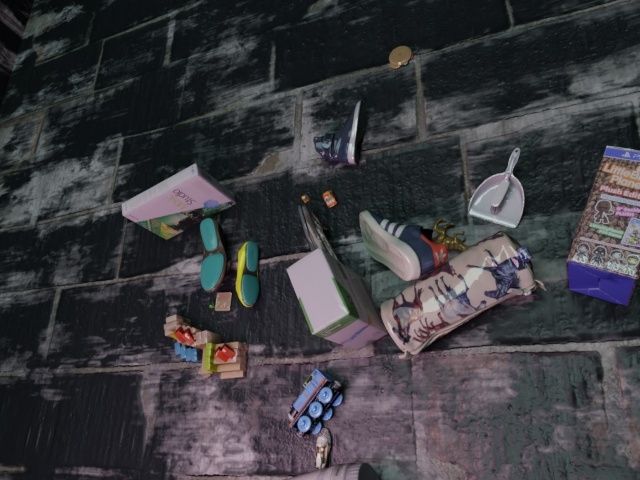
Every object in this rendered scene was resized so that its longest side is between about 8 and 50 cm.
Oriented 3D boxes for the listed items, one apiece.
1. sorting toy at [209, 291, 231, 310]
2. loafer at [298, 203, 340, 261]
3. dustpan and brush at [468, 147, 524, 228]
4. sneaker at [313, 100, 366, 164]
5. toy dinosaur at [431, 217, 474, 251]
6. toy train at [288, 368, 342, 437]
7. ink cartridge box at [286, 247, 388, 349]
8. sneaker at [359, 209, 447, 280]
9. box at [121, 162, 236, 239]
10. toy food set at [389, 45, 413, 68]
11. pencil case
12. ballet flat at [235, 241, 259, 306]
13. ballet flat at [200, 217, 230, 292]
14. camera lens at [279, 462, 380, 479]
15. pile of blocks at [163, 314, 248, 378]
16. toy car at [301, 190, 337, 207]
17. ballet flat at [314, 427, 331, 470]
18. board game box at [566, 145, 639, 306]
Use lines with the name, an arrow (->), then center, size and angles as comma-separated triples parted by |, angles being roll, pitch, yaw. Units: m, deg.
sorting toy -> -0.336, 0.206, 1.724 | 0.083, 0.012, 0.062 | -4, 72, 21
loafer -> 0.000, 0.000, 1.613 | 0.084, 0.096, 0.268 | -17, 68, -3
dustpan and brush -> 0.513, -0.155, 1.430 | 0.147, 0.060, 0.211 | 21, 80, 31
sneaker -> 0.062, -0.365, 1.725 | 0.163, 0.086, 0.226 | 6, 73, 25
toy dinosaur -> 0.337, 0.000, 1.451 | 0.211, 0.064, 0.112 | 1, 71, 27
toy train -> -0.018, 0.453, 1.429 | 0.184, 0.080, 0.105 | -53, 48, 0
ink cartridge box -> 0.052, 0.168, 1.394 | 0.117, 0.278, 0.201 | -33, 59, 14
sneaker -> 0.230, -0.002, 1.452 | 0.148, 0.131, 0.350 | -19, 31, -14
box -> -0.495, -0.128, 1.813 | 0.322, 0.232, 0.059 | -24, 60, 16
toy food set -> 0.277, -0.635, 1.772 | 0.082, 0.020, 0.083 | -17, 62, 19
pencil case -> 0.352, 0.145, 1.325 | 0.410, 0.160, 0.184 | -33, 43, 10
ballet flat -> -0.245, 0.115, 1.691 | 0.077, 0.077, 0.231 | -25, 55, 40
ballet flat -> -0.351, 0.055, 1.745 | 0.095, 0.096, 0.281 | -15, 62, 15
camera lens -> 0.008, 0.671, 1.236 | 0.274, 0.219, 0.219 | -23, 61, 16
pile of blocks -> -0.395, 0.343, 1.637 | 0.362, 0.112, 0.149 | 15, 76, 31
toy car -> -0.008, -0.132, 1.688 | 0.122, 0.040, 0.060 | -13, 64, 20
ballet flat -> 0.005, 0.567, 1.389 | 0.041, 0.041, 0.114 | -5, 67, 25
board game box -> 0.689, -0.027, 1.189 | 0.141, 0.232, 0.291 | 18, 77, 31
